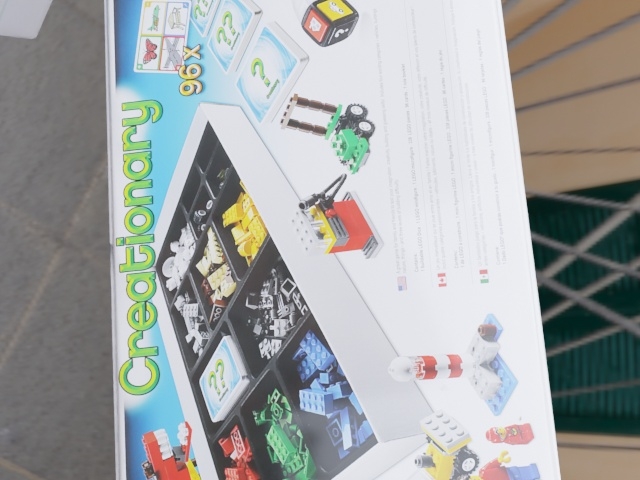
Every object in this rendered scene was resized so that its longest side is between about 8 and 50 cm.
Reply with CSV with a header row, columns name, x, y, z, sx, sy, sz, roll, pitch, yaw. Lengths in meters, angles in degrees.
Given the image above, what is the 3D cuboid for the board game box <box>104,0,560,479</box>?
name,x,y,z,sx,sy,sz,roll,pitch,yaw
board game box,0.000,0.000,0.612,0.193,0.053,0.305,-5,73,4

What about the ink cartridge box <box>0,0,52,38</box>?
name,x,y,z,sx,sy,sz,roll,pitch,yaw
ink cartridge box,-0.309,-0.244,0.650,0.395,0.270,0.151,3,71,-23
